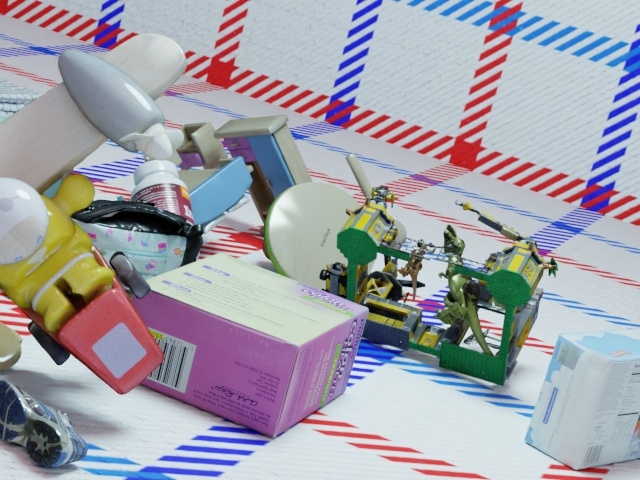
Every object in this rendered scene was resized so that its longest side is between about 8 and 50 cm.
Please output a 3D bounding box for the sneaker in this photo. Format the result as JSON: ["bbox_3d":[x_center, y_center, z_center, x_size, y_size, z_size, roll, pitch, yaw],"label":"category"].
[{"bbox_3d":[-0.282,0.185,1.570,0.135,0.052,0.058,35,13,36],"label":"sneaker"}]

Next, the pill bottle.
[{"bbox_3d":[-0.227,-0.037,2.268,0.086,0.086,0.152,7,56,-33],"label":"pill bottle"}]

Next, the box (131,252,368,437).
[{"bbox_3d":[-0.090,0.119,1.884,0.213,0.117,0.243,19,15,17],"label":"box"}]

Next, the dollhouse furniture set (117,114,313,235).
[{"bbox_3d":[-0.189,-0.039,2.522,0.286,0.198,0.303,-1,30,46],"label":"dollhouse furniture set"}]

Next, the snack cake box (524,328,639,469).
[{"bbox_3d":[0.392,0.198,2.027,0.089,0.152,0.264,27,17,40],"label":"snack cake box"}]

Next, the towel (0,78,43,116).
[{"bbox_3d":[-0.635,-0.216,2.627,0.235,0.121,0.283,22,17,32],"label":"towel"}]

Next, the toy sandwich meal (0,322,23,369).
[{"bbox_3d":[-0.372,0.119,1.753,0.085,0.029,0.085,19,37,-14],"label":"toy sandwich meal"}]

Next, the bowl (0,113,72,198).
[{"bbox_3d":[-0.483,-0.084,2.122,0.311,0.163,0.311,11,10,-2],"label":"bowl"}]

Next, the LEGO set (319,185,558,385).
[{"bbox_3d":[0.183,0.039,2.202,0.331,0.255,0.192,9,38,23],"label":"LEGO set"}]

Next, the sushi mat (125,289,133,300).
[{"bbox_3d":[-0.292,0.057,2.118,0.316,0.019,0.151,7,15,-32],"label":"sushi mat"}]

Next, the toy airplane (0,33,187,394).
[{"bbox_3d":[-0.336,-0.042,1.625,0.384,0.386,0.272,6,-1,-9],"label":"toy airplane"}]

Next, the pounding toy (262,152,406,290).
[{"bbox_3d":[0.000,0.000,2.437,0.237,0.110,0.183,-35,88,-33],"label":"pounding toy"}]

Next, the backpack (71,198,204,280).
[{"bbox_3d":[-0.265,0.004,2.071,0.182,0.115,0.152,4,7,-39],"label":"backpack"}]
